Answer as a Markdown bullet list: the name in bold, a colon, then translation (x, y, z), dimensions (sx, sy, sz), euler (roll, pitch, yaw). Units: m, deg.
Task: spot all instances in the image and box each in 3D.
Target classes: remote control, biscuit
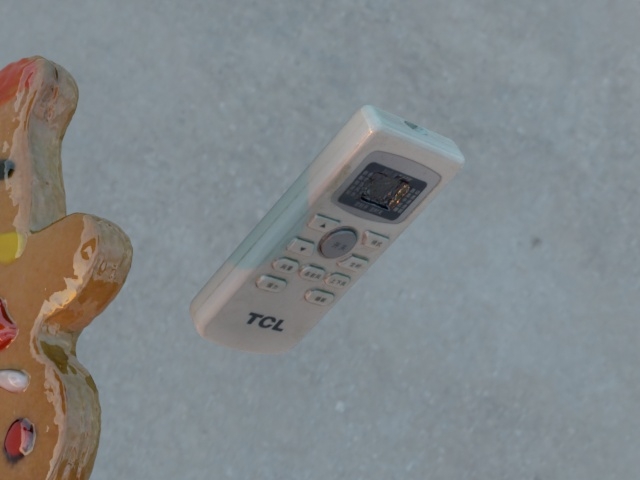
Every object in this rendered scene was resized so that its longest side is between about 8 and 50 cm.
- **remote control**: translation (0.000, 0.000, 0.833), dimensions (0.087, 0.190, 0.029), euler (19, 33, -43)
- **biscuit**: translation (-0.162, 0.027, 0.661), dimensions (0.036, 0.165, 0.250), euler (25, 40, -47)
